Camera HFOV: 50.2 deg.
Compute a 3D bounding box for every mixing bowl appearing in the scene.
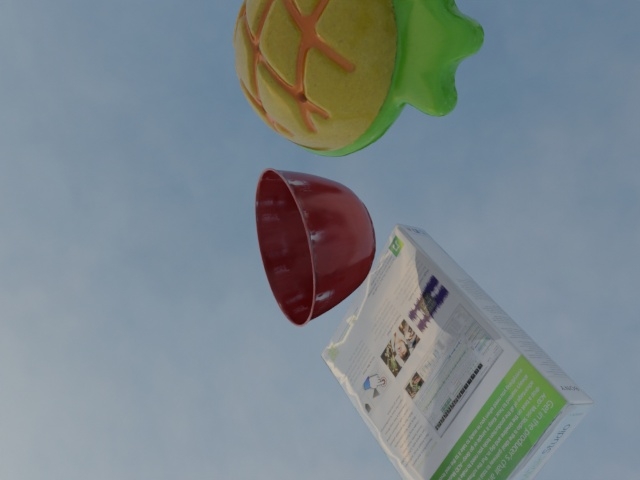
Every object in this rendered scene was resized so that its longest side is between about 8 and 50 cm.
[{"bbox_3d":[0.000,0.000,0.778,0.098,0.181,0.181,-11,-82,-21],"label":"mixing bowl"}]

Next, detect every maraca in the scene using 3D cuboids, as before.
[{"bbox_3d":[0.015,-0.113,0.382,0.099,0.186,0.127,-17,-81,-35],"label":"maraca"}]

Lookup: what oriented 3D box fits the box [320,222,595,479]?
[{"bbox_3d":[0.138,0.162,0.822,0.059,0.322,0.232,9,-60,-36],"label":"box"}]
